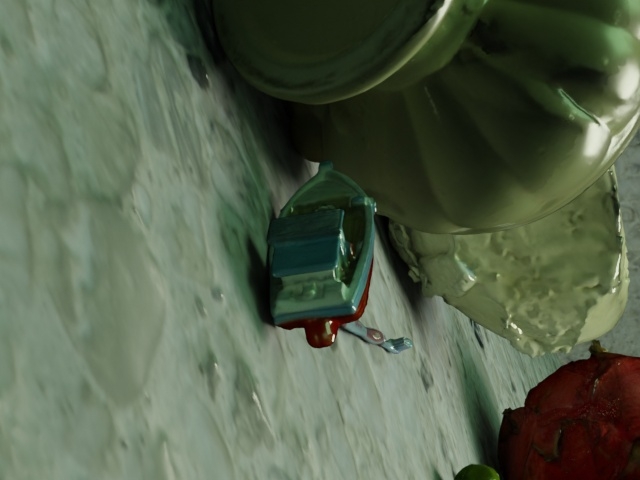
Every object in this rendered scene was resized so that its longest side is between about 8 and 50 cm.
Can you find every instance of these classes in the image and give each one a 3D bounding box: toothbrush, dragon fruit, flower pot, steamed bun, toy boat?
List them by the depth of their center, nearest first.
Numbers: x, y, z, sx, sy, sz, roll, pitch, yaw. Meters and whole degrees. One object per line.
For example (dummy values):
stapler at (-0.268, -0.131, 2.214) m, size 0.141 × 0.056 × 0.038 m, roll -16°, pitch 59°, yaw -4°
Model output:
toy boat at (0.000, 0.000, 0.827) m, size 0.173 × 0.069 × 0.058 m, roll -79°, pitch 157°, yaw -61°
flower pot at (0.072, -0.168, 0.927) m, size 0.244 × 0.307 × 0.307 m, roll 23°, pitch 47°, yaw -50°
toothbrush at (0.043, 0.075, 1.027) m, size 0.193 × 0.019 × 0.013 m, roll 30°, pitch 43°, yaw -69°
steamed bun at (0.186, -0.055, 1.348) m, size 0.312 × 0.233 × 0.333 m, roll -49°, pitch 128°, yaw -78°
dragon fruit at (0.346, 0.276, 1.449) m, size 0.295 × 0.296 × 0.301 m, roll 60°, pitch -3°, yaw -41°

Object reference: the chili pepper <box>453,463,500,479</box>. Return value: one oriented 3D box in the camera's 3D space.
chili pepper at (0.174, 0.289, 1.158) m, size 0.204 × 0.073 × 0.072 m, roll 53°, pitch 37°, yaw -23°
